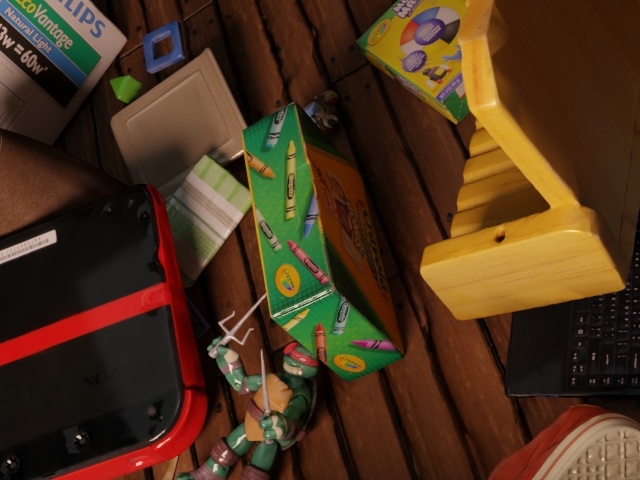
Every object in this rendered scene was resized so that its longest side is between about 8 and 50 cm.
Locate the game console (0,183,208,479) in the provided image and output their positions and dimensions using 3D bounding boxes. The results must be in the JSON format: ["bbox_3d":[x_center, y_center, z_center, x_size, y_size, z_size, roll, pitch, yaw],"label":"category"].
[{"bbox_3d":[-0.338,0.141,1.381,0.386,0.060,0.342,-20,64,12],"label":"game console"}]

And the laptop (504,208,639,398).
[{"bbox_3d":[0.296,0.018,1.076,0.264,0.136,0.234,-4,58,26],"label":"laptop"}]

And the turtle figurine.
[{"bbox_3d":[-0.064,0.187,1.222,0.234,0.118,0.175,-65,29,4],"label":"turtle figurine"}]

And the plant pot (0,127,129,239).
[{"bbox_3d":[-0.394,-0.048,1.529,0.215,0.230,0.215,-17,52,24],"label":"plant pot"}]

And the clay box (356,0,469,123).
[{"bbox_3d":[0.141,-0.251,1.426,0.127,0.053,0.222,-45,47,-1],"label":"clay box"}]

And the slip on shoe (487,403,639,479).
[{"bbox_3d":[0.167,0.279,1.022,0.331,0.123,0.101,-48,14,4],"label":"slip on shoe"}]

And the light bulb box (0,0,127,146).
[{"bbox_3d":[-0.571,-0.278,1.810,0.358,0.225,0.361,21,73,42],"label":"light bulb box"}]

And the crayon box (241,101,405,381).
[{"bbox_3d":[0.000,0.000,1.273,0.081,0.165,0.278,-26,49,17],"label":"crayon box"}]

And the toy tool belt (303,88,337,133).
[{"bbox_3d":[-0.002,-0.152,1.466,0.083,0.052,0.051,-38,78,11],"label":"toy tool belt"}]

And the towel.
[{"bbox_3d":[-0.159,-0.025,1.477,0.113,0.023,0.152,40,94,31],"label":"towel"}]

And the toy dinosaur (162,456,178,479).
[{"bbox_3d":[-0.200,0.318,1.276,0.092,0.053,0.183,-17,30,22],"label":"toy dinosaur"}]

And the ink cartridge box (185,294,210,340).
[{"bbox_3d":[-0.303,0.157,1.446,0.311,0.065,0.186,-43,46,0],"label":"ink cartridge box"}]

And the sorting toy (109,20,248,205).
[{"bbox_3d":[-0.190,-0.146,1.572,0.196,0.047,0.348,-35,60,16],"label":"sorting toy"}]

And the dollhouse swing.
[{"bbox_3d":[0.165,-0.153,1.110,0.315,0.305,0.347,-17,50,50],"label":"dollhouse swing"}]
